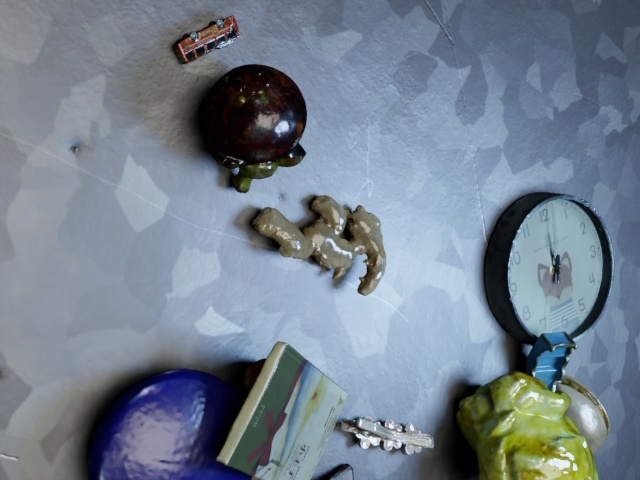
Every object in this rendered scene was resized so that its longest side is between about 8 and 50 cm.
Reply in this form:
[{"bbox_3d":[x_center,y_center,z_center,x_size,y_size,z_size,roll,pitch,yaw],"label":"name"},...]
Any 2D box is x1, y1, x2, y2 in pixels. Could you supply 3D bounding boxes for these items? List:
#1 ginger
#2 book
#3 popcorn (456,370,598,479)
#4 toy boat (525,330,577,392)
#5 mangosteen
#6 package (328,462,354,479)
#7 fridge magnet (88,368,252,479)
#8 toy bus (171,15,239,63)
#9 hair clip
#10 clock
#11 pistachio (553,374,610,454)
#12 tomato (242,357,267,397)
[{"bbox_3d":[0.005,-0.013,1.354,0.258,0.065,0.149,24,67,-24],"label":"ginger"},{"bbox_3d":[-0.050,0.292,1.269,0.201,0.026,0.289,-64,149,-14],"label":"book"},{"bbox_3d":[0.394,0.389,1.522,0.225,0.276,0.276,-17,104,7],"label":"popcorn"},{"bbox_3d":[0.458,0.265,1.594,0.075,0.077,0.185,-1,132,-12],"label":"toy boat"},{"bbox_3d":[-0.097,-0.182,1.233,0.172,0.172,0.184,-54,142,-18],"label":"mangosteen"},{"bbox_3d":[0.039,0.527,1.374,0.154,0.030,0.239,-22,95,-51],"label":"package"},{"bbox_3d":[-0.218,0.325,1.194,0.265,0.112,0.266,-2,95,-32],"label":"fridge magnet"},{"bbox_3d":[-0.177,-0.314,1.242,0.110,0.031,0.043,-33,111,-25],"label":"toy bus"},{"bbox_3d":[0.119,0.354,1.444,0.214,0.056,0.062,24,63,-38],"label":"hair clip"},{"bbox_3d":[0.479,0.061,1.642,0.325,0.067,0.325,-2,93,-31],"label":"clock"},{"bbox_3d":[0.535,0.374,1.667,0.124,0.124,0.185,-25,88,-29],"label":"pistachio"},{"bbox_3d":[-0.089,0.234,1.290,0.075,0.087,0.087,-21,107,14],"label":"tomato"}]
